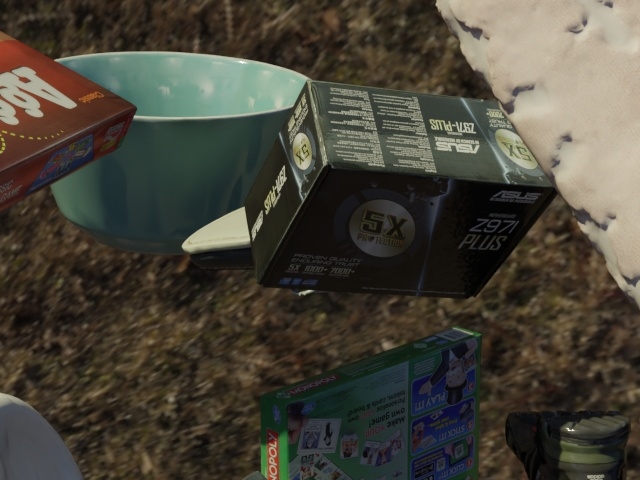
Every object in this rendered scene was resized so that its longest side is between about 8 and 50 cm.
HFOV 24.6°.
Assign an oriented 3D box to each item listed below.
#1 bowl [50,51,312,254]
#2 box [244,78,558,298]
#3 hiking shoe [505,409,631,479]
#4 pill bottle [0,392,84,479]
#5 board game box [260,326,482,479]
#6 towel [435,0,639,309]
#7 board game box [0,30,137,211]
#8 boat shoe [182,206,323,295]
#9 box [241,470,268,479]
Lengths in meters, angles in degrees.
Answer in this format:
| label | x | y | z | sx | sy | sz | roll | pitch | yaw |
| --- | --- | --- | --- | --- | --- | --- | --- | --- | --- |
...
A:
| label | x | y | z | sx | sy | sz | roll | pitch | yaw |
| --- | --- | --- | --- | --- | --- | --- | --- | --- | --- |
| bowl | -0.161 | -0.088 | 1.529 | 0.312 | 0.311 | 0.163 | -6 | 111 | -27 |
| box | 0.055 | -0.031 | 1.047 | 0.180 | 0.147 | 0.077 | 5 | 54 | -22 |
| hiking shoe | 0.188 | 0.189 | 1.134 | 0.086 | 0.227 | 0.114 | 1 | 82 | 4 |
| pill bottle | -0.304 | 0.227 | 1.002 | 0.278 | 0.162 | 0.162 | -26 | 87 | 11 |
| board game box | 0.064 | 0.238 | 1.666 | 0.317 | 0.046 | 0.213 | -14 | 111 | -42 |
| towel | 0.270 | -0.064 | 0.699 | 0.317 | 0.053 | 0.332 | -30 | 78 | -7 |
| board game box | -0.191 | -0.050 | 0.576 | 0.145 | 0.027 | 0.281 | 30 | 22 | 6 |
| boat shoe | 0.000 | 0.000 | 1.296 | 0.095 | 0.255 | 0.079 | -68 | 141 | -59 |
| box | -0.059 | 0.294 | 0.948 | 0.183 | 0.232 | 0.059 | 45 | 17 | 9 |
